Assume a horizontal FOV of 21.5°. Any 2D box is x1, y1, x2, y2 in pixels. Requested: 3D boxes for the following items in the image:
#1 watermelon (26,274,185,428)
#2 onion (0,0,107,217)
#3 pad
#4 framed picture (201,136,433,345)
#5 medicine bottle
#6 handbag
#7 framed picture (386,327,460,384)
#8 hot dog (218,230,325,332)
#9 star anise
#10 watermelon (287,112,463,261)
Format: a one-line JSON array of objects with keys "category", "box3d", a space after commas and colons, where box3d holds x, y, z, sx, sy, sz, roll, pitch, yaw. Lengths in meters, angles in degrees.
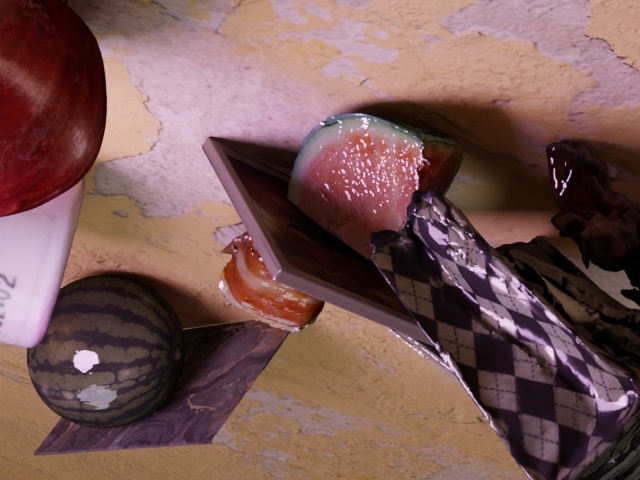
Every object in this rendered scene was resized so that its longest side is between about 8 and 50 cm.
[{"category": "watermelon", "box3d": [-0.284, 0.149, 2.255, 0.212, 0.212, 0.212, 9, 158, 4]}, {"category": "onion", "box3d": [-0.318, -0.150, 1.526, 0.276, 0.276, 0.276, 9, 158, 4]}, {"category": "pad", "box3d": [-0.215, 0.200, 2.329, 0.367, 0.247, 0.007, -9, 125, 42]}, {"category": "framed picture", "box3d": [0.000, 0.000, 1.759, 0.211, 0.020, 0.289, 24, -162, -29]}, {"category": "medicine bottle", "box3d": [-0.477, -0.026, 1.907, 0.388, 0.219, 0.219, 15, 157, -12]}, {"category": "handbag", "box3d": [0.228, 0.098, 1.702, 0.317, 0.180, 0.416, 46, -168, 19]}, {"category": "framed picture", "box3d": [0.173, 0.124, 1.960, 0.232, 0.019, 0.296, 37, -165, 34]}, {"category": "hot dog", "box3d": [-0.034, 0.024, 1.992, 0.146, 0.103, 0.213, 31, 141, -12]}, {"category": "star anise", "box3d": [0.323, 0.001, 1.693, 0.212, 0.129, 0.283, 25, 176, 30]}, {"category": "watermelon", "box3d": [0.052, -0.076, 1.727, 0.146, 0.128, 0.231, 36, 137, 10]}]
